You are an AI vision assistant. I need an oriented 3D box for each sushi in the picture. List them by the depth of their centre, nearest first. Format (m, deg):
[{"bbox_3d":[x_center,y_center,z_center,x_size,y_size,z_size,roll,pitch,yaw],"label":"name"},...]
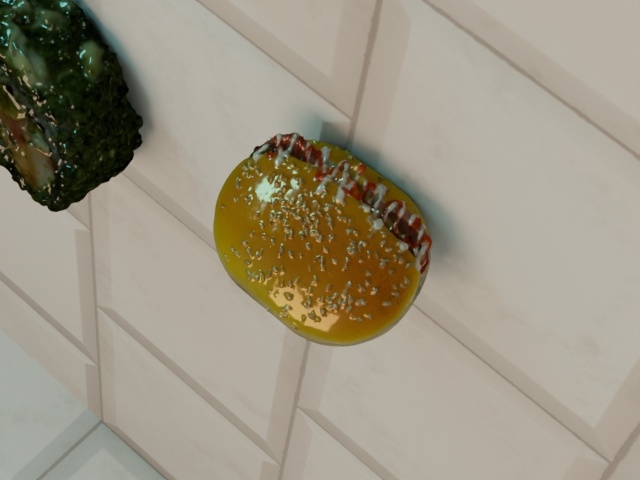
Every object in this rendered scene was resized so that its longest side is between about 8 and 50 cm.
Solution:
[{"bbox_3d":[-0.426,-0.235,2.273,0.352,0.178,0.294,51,151,0],"label":"sushi"}]

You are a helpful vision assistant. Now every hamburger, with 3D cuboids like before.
[{"bbox_3d":[0.000,0.000,1.925,0.295,0.227,0.151,36,175,14],"label":"hamburger"}]
